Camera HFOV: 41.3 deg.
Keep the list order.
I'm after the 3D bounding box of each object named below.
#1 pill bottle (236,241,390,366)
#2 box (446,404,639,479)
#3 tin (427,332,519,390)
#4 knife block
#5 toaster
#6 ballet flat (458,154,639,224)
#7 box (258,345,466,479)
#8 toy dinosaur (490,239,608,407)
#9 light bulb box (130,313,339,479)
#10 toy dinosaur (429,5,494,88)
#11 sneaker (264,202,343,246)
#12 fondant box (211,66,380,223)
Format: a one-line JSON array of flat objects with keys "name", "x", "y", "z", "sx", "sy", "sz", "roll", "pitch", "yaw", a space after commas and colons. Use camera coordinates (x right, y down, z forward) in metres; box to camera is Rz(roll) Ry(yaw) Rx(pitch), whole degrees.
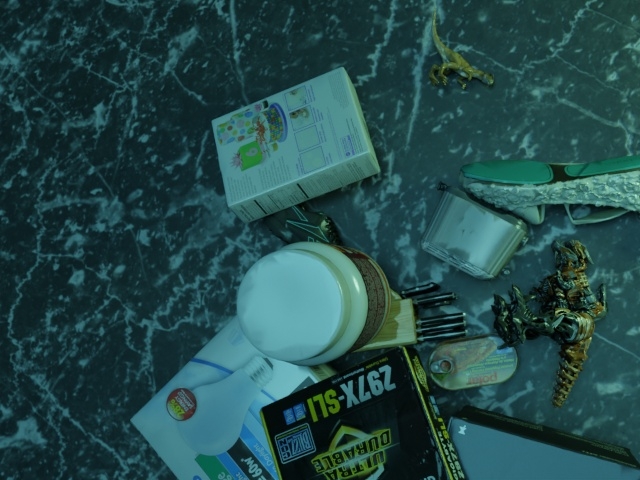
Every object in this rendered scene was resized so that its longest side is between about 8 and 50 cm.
[{"name": "pill bottle", "x": -0.006, "y": 0.115, "z": 1.591, "sx": 0.224, "sy": 0.392, "sz": 0.224, "roll": -1, "pitch": 87, "yaw": 14}, {"name": "box", "x": 0.401, "y": 0.445, "z": 1.583, "sx": 0.343, "sy": 0.312, "sz": 0.179, "roll": 13, "pitch": 86, "yaw": 17}, {"name": "tin", "x": 0.319, "y": 0.255, "z": 1.773, "sx": 0.189, "sy": 0.040, "sz": 0.106, "roll": -10, "pitch": 76, "yaw": 13}, {"name": "knife block", "x": 0.164, "y": 0.194, "z": 1.793, "sx": 0.242, "sy": 0.088, "sz": 0.276, "roll": 37, "pitch": 93, "yaw": 17}, {"name": "toaster", "x": 0.307, "y": -0.013, "z": 1.763, "sx": 0.227, "sy": 0.129, "sz": 0.146, "roll": 29, "pitch": 93, "yaw": 15}, {"name": "ballet flat", "x": 0.488, "y": -0.093, "z": 1.731, "sx": 0.408, "sy": 0.147, "sz": 0.147, "roll": -1, "pitch": 83, "yaw": 15}, {"name": "box", "x": 0.068, "y": 0.366, "z": 1.521, "sx": 0.322, "sy": 0.079, "sz": 0.257, "roll": -27, "pitch": 67, "yaw": 23}, {"name": "toy dinosaur", "x": 0.471, "y": 0.155, "z": 1.689, "sx": 0.218, "sy": 0.164, "sz": 0.322, "roll": 5, "pitch": 55, "yaw": -4}, {"name": "light bulb box", "x": -0.129, "y": 0.378, "z": 1.776, "sx": 0.361, "sy": 0.225, "sz": 0.358, "roll": -45, "pitch": 75, "yaw": 4}, {"name": "toy dinosaur", "x": 0.284, "y": -0.396, "z": 1.863, "sx": 0.211, "sy": 0.064, "sz": 0.112, "roll": 44, "pitch": 77, "yaw": 6}, {"name": "sneaker", "x": 0.000, "y": 0.000, "z": 1.857, "sx": 0.267, "sy": 0.101, "sz": 0.106, "roll": 38, "pitch": 91, "yaw": 16}, {"name": "fondant box", "x": -0.059, "y": -0.209, "z": 1.871, "sx": 0.330, "sy": 0.096, "sz": 0.238, "roll": -20, "pitch": 61, "yaw": 10}]
